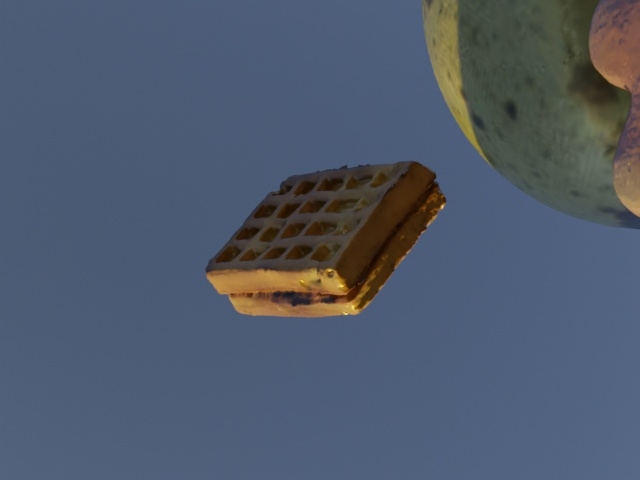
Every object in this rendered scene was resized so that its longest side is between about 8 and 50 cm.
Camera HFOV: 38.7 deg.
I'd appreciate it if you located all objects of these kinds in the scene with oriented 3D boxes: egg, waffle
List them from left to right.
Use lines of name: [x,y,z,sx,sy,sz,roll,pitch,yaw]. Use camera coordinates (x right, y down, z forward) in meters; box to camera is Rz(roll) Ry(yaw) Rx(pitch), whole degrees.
waffle: [0.000,0.000,1.234,0.098,0.328,0.224,49,-118,-24]
egg: [0.216,-0.176,0.648,0.288,0.287,0.379,34,-145,-22]

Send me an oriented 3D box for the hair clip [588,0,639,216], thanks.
hair clip: [0.155,-0.132,0.321,0.075,0.146,0.257,13,-90,-23]
